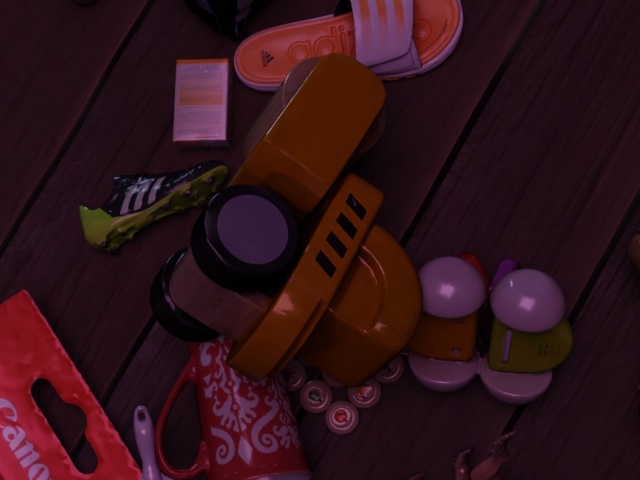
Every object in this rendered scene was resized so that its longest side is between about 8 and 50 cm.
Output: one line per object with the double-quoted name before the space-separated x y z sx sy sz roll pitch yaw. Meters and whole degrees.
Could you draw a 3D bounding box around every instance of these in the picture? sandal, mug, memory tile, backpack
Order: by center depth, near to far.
"mug" -0.092 0.176 1.503 0.113 0.150 0.169 -29 65 41
"memory tile" 0.031 0.127 1.559 0.113 0.012 0.148 39 84 14
"backpack" -0.097 -0.326 1.599 0.158 0.173 0.117 -45 75 -3
"sandal" 0.030 -0.225 1.607 0.265 0.076 0.101 -14 76 4

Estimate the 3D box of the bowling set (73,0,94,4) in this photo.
"bowling set" -0.253 -0.431 1.655 0.287 0.154 0.200 -45 76 -4

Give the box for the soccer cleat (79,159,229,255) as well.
"soccer cleat" -0.188 -0.053 1.609 0.179 0.060 0.072 -28 67 2

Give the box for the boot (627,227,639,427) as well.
"boot" 0.362 0.133 1.470 0.115 0.112 0.305 -23 77 13

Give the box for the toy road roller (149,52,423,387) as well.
"toy road roller" 0.000 0.000 1.468 0.241 0.202 0.329 33 58 -6

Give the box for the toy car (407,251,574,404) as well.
"toy car" 0.174 0.074 1.498 0.182 0.159 0.136 9 42 9

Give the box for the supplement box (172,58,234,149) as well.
"supplement box" -0.132 -0.154 1.634 0.062 0.036 0.098 0 77 8

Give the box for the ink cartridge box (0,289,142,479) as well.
"ink cartridge box" -0.402 0.278 1.522 0.385 0.091 0.308 -33 84 1

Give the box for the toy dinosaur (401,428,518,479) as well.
"toy dinosaur" 0.159 0.316 1.446 0.296 0.127 0.200 -27 82 7

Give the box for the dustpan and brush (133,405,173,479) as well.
"dustpan and brush" -0.170 0.280 1.512 0.147 0.060 0.211 -10 103 -8
